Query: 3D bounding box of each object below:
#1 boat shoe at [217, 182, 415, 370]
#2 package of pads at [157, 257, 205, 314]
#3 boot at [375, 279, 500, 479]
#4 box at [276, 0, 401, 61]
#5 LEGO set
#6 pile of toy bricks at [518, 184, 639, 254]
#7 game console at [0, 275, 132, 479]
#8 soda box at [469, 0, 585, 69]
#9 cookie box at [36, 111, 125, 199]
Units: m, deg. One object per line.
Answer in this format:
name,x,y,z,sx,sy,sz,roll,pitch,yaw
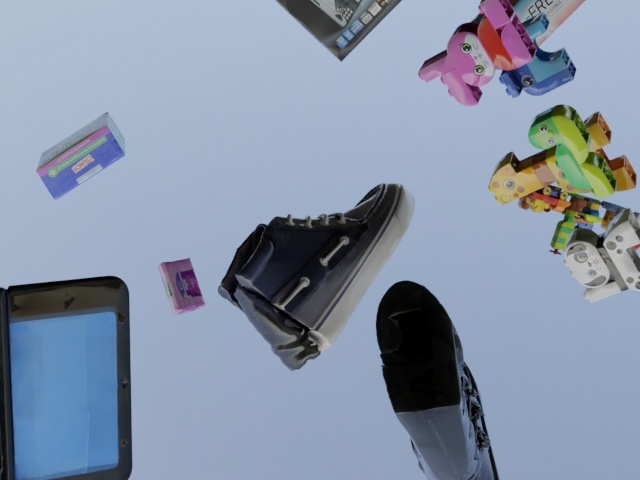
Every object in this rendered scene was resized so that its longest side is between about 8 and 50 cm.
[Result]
boat shoe,0.000,0.000,1.490,0.127,0.158,0.340,-35,-163,46
package of pads,-0.211,0.069,1.704,0.050,0.032,0.083,-11,-107,-33
boot,0.154,0.201,1.712,0.146,0.445,0.367,-26,-128,3
box,0.049,-0.443,1.551,0.307,0.242,0.076,-42,-165,22
LEGO set,0.143,-0.061,0.761,0.093,0.227,0.087,-25,-162,30
pile of toy bricks,0.406,-0.024,1.812,0.212,0.105,0.118,15,-171,-17
game console,-0.143,0.087,0.561,0.071,0.122,0.107,2,-167,6
soda box,0.253,-0.279,1.305,0.183,0.063,0.058,-44,-154,-13
cookie box,-0.260,-0.094,1.220,0.091,0.040,0.107,-33,-162,-1
